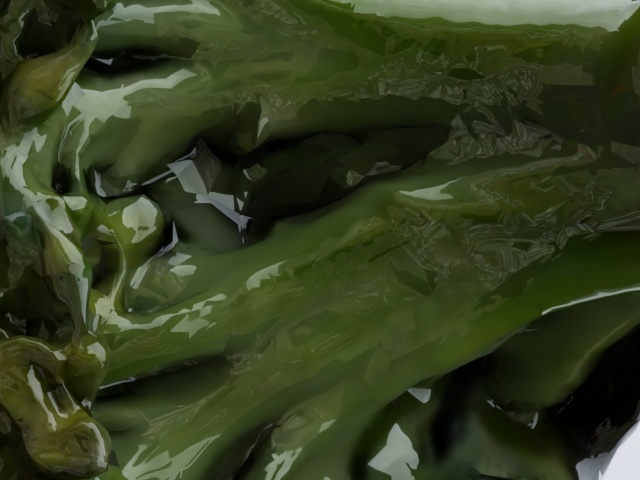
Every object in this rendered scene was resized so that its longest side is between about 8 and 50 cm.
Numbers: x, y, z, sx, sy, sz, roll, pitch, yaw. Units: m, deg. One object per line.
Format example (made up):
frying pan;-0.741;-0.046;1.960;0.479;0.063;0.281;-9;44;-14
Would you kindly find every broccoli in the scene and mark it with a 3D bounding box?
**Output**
broccoli;-0.017;0.003;0.402;0.273;0.180;0.242;-8;-86;57
